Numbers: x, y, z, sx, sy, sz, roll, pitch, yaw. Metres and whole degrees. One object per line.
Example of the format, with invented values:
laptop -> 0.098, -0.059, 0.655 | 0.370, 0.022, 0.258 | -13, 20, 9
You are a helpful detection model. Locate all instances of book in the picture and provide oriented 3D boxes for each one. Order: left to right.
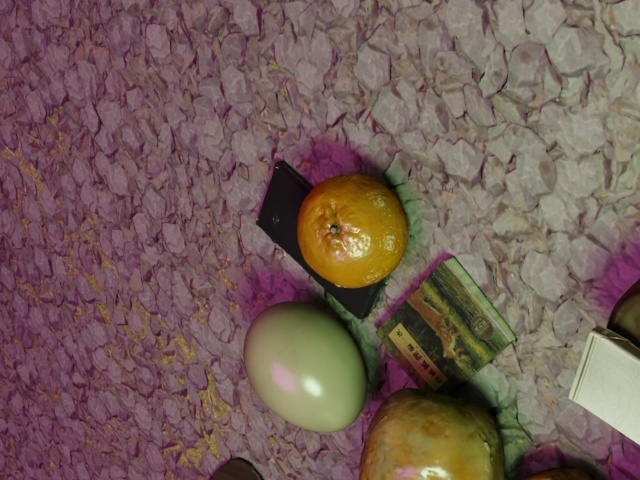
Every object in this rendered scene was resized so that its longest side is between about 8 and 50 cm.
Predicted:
book -> 0.190, 0.147, 1.775 | 0.160, 0.024, 0.228 | 52, 137, 12

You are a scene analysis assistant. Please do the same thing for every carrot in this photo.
carrot -> 0.160, 0.405, 1.732 | 0.224, 0.224, 0.341 | 11, 90, 44

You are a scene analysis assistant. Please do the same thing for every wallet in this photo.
wallet -> 0.001, 0.000, 1.900 | 0.285, 0.030, 0.146 | 43, 130, 27

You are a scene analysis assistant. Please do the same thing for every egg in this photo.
egg -> -0.024, 0.213, 1.912 | 0.242, 0.186, 0.186 | 49, 138, 6

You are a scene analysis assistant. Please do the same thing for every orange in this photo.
orange -> 0.047, -0.014, 1.743 | 0.177, 0.155, 0.177 | 3, 94, 47

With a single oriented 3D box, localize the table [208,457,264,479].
table -> -0.233, 0.623, 2.291 | 0.317, 0.249, 0.317 | 23, 125, 38

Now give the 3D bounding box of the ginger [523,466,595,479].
ginger -> 0.338, 0.483, 1.684 | 0.165, 0.172, 0.321 | -108, 8, -68

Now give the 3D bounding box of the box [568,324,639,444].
box -> 0.391, 0.193, 1.345 | 0.198, 0.029, 0.109 | 34, 131, 34

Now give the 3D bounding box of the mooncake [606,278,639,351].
mooncake -> 0.480, 0.155, 1.372 | 0.284, 0.155, 0.284 | 25, 126, 40
